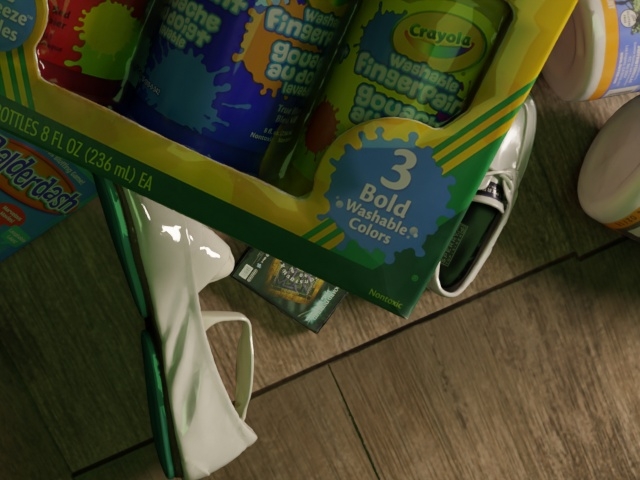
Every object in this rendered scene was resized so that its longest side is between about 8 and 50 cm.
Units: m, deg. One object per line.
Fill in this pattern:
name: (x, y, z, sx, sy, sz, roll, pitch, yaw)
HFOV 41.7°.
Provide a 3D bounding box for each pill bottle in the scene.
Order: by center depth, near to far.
pill bottle: (0.383, -0.245, 0.908, 0.272, 0.152, 0.152, -12, 102, -6)
pill bottle: (0.449, -0.041, 0.951, 0.278, 0.162, 0.162, 26, 96, -11)

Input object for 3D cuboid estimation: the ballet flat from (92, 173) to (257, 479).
ballet flat: (-0.147, 0.073, 0.918, 0.139, 0.139, 0.400, -10, 109, -6)

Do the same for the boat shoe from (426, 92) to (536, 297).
boat shoe: (0.186, -0.054, 0.952, 0.095, 0.084, 0.258, 16, 98, -10)

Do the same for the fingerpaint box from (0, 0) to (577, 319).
fingerpaint box: (-0.045, -0.205, 0.673, 0.445, 0.163, 0.371, 26, 107, -2)

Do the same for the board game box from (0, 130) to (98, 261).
board game box: (-0.349, -0.047, 0.853, 0.210, 0.047, 0.160, -35, 145, 0)

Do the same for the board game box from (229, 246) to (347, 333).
board game box: (0.000, 0.000, 0.967, 0.126, 0.026, 0.186, 36, 94, -13)
